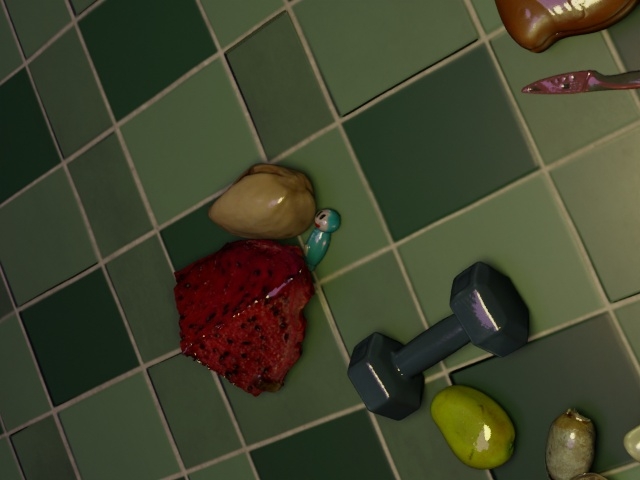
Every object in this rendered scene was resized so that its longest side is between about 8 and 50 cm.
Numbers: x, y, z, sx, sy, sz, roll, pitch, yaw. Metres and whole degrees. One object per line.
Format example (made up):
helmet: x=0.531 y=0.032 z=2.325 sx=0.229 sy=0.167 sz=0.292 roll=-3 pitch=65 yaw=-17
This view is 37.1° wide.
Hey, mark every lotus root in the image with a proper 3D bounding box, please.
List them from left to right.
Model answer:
lotus root: x=0.413 y=0.355 z=1.579 sx=0.088 sy=0.088 sz=0.165 roll=14 pitch=115 yaw=29

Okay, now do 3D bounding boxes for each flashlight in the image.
flashlight: x=0.000 y=0.000 z=1.806 sx=0.051 sy=0.051 sz=0.129 roll=30 pitch=115 yaw=25

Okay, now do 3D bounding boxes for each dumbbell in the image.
dumbbell: x=0.201 y=0.179 z=1.647 sx=0.325 sy=0.144 sz=0.160 roll=-38 pitch=75 yaw=30

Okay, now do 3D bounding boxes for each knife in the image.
knife: x=0.439 y=-0.256 z=1.526 sx=0.247 sy=0.018 sz=0.035 roll=1 pitch=99 yaw=32

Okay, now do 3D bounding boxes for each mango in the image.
mango: x=0.267 y=0.321 z=1.654 sx=0.117 sy=0.089 sz=0.163 roll=-44 pitch=73 yaw=27

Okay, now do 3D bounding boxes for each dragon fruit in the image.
dragon fruit: x=-0.127 y=0.141 z=1.788 sx=0.330 sy=0.240 sz=0.302 roll=-34 pitch=98 yaw=37

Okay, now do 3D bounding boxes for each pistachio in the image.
pistachio: x=-0.110 y=-0.071 z=1.809 sx=0.237 sy=0.137 sz=0.153 roll=1 pitch=115 yaw=33

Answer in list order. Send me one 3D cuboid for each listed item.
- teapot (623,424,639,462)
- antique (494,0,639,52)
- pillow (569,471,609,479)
teapot: x=0.610 y=0.216 z=1.400 sx=0.220 sy=0.149 sz=0.318 roll=26 pitch=107 yaw=28
antique: x=0.393 y=-0.421 z=1.468 sx=0.223 sy=0.129 sz=0.278 roll=45 pitch=116 yaw=20
pillow: x=0.407 y=0.459 z=1.591 sx=0.130 sy=0.033 sz=0.217 roll=37 pitch=122 yaw=-21
